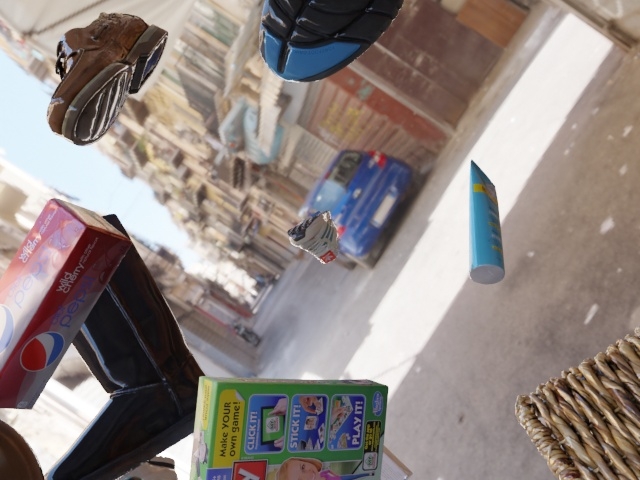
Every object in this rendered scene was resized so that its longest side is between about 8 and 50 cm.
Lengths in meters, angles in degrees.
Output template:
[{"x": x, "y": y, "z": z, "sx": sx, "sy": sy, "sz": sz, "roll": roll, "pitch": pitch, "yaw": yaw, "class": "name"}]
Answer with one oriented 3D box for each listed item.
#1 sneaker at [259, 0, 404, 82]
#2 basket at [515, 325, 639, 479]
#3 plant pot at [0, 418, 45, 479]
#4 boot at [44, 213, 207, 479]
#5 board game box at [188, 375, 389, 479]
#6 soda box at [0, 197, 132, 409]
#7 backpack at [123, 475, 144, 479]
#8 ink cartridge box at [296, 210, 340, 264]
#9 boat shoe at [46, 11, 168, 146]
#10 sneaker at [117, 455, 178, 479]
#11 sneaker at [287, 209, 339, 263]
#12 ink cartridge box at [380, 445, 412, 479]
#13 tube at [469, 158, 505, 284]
[{"x": 0.039, "y": -0.301, "z": 0.805, "sx": 0.340, "sy": 0.125, "sz": 0.140, "roll": -60, "pitch": 9, "yaw": -15, "class": "sneaker"}, {"x": 0.358, "y": 0.245, "z": 0.682, "sx": 0.223, "sy": 0.213, "sz": 0.299, "roll": -32, "pitch": 41, "yaw": 0, "class": "basket"}, {"x": -0.468, "y": 0.314, "z": 0.864, "sx": 0.263, "sy": 0.263, "sz": 0.229, "roll": -58, "pitch": 3, "yaw": -26, "class": "plant pot"}, {"x": -0.424, "y": 0.206, "z": 1.330, "sx": 0.367, "sy": 0.445, "sz": 0.146, "roll": -25, "pitch": -9, "yaw": -37, "class": "boot"}, {"x": -0.038, "y": 0.305, "z": 0.766, "sx": 0.046, "sy": 0.214, "sz": 0.317, "roll": 0, "pitch": 83, "yaw": 56, "class": "board game box"}, {"x": -0.357, "y": 0.082, "z": 0.932, "sx": 0.263, "sy": 0.092, "sz": 0.083, "roll": -59, "pitch": -32, "yaw": 3, "class": "soda box"}, {"x": -0.249, "y": 0.420, "z": 0.905, "sx": 0.188, "sy": 0.166, "sz": 0.144, "roll": -34, "pitch": 35, "yaw": -12, "class": "backpack"}, {"x": 0.001, "y": -0.005, "z": 1.281, "sx": 0.048, "sy": 0.083, "sz": 0.028, "roll": -35, "pitch": -2, "yaw": -41, "class": "ink cartridge box"}, {"x": -0.309, "y": -0.226, "z": 0.991, "sx": 0.110, "sy": 0.104, "sz": 0.307, "roll": -60, "pitch": 8, "yaw": 31, "class": "boat shoe"}, {"x": -0.379, "y": 0.493, "z": 1.500, "sx": 0.090, "sy": 0.235, "sz": 0.094, "roll": -35, "pitch": 55, "yaw": 25, "class": "sneaker"}, {"x": 0.000, "y": 0.000, "z": 1.143, "sx": 0.057, "sy": 0.075, "sz": 0.161, "roll": -28, "pitch": 1, "yaw": 14, "class": "sneaker"}, {"x": 0.036, "y": 0.404, "z": 1.159, "sx": 0.198, "sy": 0.115, "sz": 0.067, "roll": -48, "pitch": -19, "yaw": -1, "class": "ink cartridge box"}, {"x": 0.259, "y": -0.029, "z": 1.153, "sx": 0.052, "sy": 0.080, "sz": 0.207, "roll": -18, "pitch": 47, "yaw": 30, "class": "tube"}]
